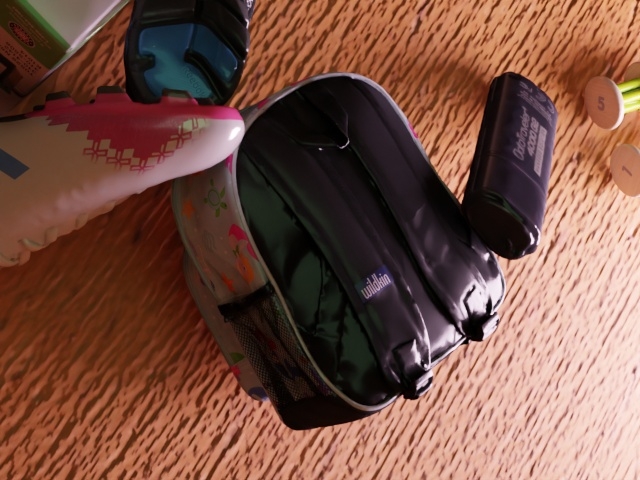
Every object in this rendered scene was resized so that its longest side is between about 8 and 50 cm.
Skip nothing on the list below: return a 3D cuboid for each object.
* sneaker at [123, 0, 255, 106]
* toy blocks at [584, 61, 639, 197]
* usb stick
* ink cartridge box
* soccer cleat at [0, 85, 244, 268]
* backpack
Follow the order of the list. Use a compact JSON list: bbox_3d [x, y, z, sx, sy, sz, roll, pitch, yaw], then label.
[{"bbox_3d":[-0.100,-0.242,1.539,0.125,0.139,0.341,21,68,-9],"label":"sneaker"},{"bbox_3d":[0.337,-0.118,1.767,0.148,0.054,0.123,-18,87,-29],"label":"toy blocks"},{"bbox_3d":[0.166,-0.070,1.594,0.077,0.045,0.278,40,27,-11],"label":"usb stick"},{"bbox_3d":[-0.247,-0.196,1.404,0.160,0.219,0.092,46,66,-9],"label":"ink cartridge box"},{"bbox_3d":[-0.217,-0.037,1.391,0.331,0.116,0.143,-3,89,8],"label":"soccer cleat"},{"bbox_3d":[0.000,0.000,1.491,0.225,0.191,0.253,-36,104,-36],"label":"backpack"}]
